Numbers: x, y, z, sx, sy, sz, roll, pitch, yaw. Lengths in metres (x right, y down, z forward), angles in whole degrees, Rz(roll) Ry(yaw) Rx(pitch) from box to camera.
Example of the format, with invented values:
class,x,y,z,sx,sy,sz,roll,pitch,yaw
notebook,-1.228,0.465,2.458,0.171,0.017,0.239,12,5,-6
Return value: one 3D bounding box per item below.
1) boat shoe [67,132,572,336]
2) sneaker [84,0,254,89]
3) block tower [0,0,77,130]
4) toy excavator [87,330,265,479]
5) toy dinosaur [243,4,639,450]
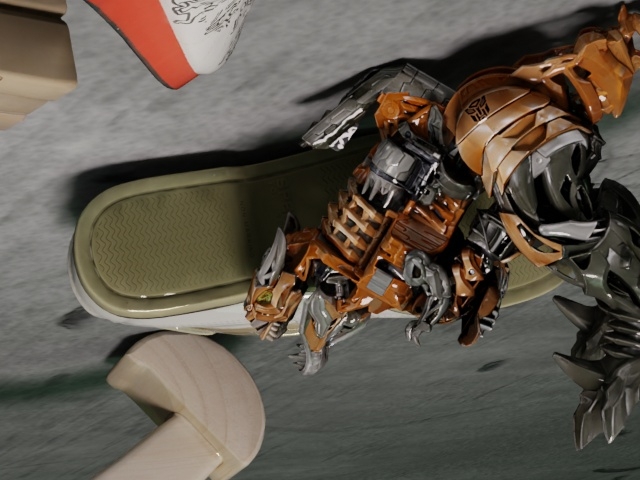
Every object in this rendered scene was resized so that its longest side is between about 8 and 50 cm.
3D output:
class,x,y,z,sx,sy,sz,roll,pitch,yaw
boat shoe,0.000,0.000,1.134,0.302,0.113,0.103,0,170,-12
sneaker,-0.020,-0.132,0.668,0.145,0.090,0.270,-28,174,4
block tower,-0.242,-0.049,0.811,0.097,0.091,0.335,7,157,-45
toy excavator,-0.301,0.219,1.394,0.445,0.433,0.222,23,154,-13
toy dinosaur,0.114,-0.019,1.001,0.322,0.218,0.164,-35,-174,35
